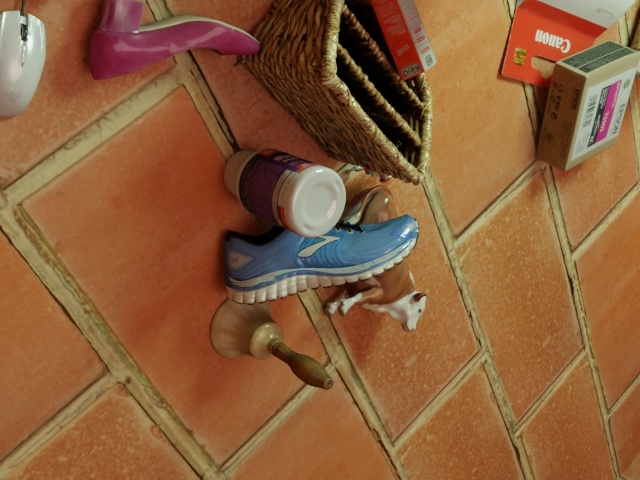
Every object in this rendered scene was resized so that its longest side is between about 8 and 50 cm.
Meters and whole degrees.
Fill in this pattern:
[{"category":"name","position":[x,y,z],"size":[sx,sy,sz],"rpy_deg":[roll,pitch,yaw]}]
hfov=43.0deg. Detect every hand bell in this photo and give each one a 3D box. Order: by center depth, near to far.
[{"category":"hand bell","position":[-0.062,0.179,1.313],"size":[0.126,0.242,0.126],"rpy_deg":[-17,117,-36]}]

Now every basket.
[{"category":"basket","position":[0.071,-0.259,1.262],"size":[0.213,0.223,0.299],"rpy_deg":[-56,132,-9]}]

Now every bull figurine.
[{"category":"bull figurine","position":[0.093,0.051,1.492],"size":[0.189,0.101,0.310],"rpy_deg":[-27,119,-23]}]

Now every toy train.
[{"category":"toy train","position":[0.134,-0.137,1.441],"size":[0.166,0.125,0.046],"rpy_deg":[-24,94,-24]}]

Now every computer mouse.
[{"category":"computer mouse","position":[-0.370,-0.244,1.006],"size":[0.106,0.042,0.192],"rpy_deg":[3,105,-43]}]

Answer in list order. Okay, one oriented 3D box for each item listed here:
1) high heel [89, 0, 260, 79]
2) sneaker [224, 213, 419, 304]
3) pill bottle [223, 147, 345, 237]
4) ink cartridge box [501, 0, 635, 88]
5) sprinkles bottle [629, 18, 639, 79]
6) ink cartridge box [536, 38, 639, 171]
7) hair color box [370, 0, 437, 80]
[{"category":"high heel","position":[-0.197,-0.258,1.124],"size":[0.244,0.082,0.117],"rpy_deg":[5,104,-42]},{"category":"sneaker","position":[0.000,0.000,1.318],"size":[0.330,0.130,0.147],"rpy_deg":[-13,98,-8]},{"category":"pill bottle","position":[-0.062,-0.080,1.239],"size":[0.108,0.194,0.108],"rpy_deg":[-18,118,-36]},{"category":"ink cartridge box","position":[0.536,-0.499,1.662],"size":[0.308,0.091,0.384],"rpy_deg":[3,105,-42]},{"category":"sprinkles bottle","position":[0.802,-0.541,1.855],"size":[0.121,0.121,0.355],"rpy_deg":[8,101,-43]},{"category":"ink cartridge box","position":[0.575,-0.290,1.753],"size":[0.193,0.088,0.234],"rpy_deg":[-26,135,-29]},{"category":"hair color box","position":[0.127,-0.324,1.248],"size":[0.141,0.043,0.072],"rpy_deg":[66,31,-13]}]
